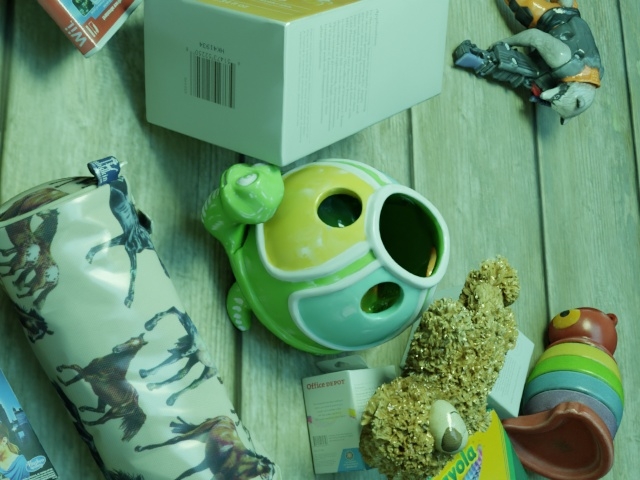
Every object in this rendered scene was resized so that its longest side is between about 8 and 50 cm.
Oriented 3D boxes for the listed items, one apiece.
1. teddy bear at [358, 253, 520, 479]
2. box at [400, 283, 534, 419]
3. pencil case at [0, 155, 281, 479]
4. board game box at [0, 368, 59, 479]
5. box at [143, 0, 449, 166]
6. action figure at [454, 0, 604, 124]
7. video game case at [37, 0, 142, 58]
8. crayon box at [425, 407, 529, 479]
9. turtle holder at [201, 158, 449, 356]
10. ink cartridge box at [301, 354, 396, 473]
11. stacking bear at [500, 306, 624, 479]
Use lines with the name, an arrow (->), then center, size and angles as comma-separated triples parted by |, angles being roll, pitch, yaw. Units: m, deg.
teddy bear -> 0.178, 0.166, 1.319 | 0.338, 0.113, 0.245 | -32, 139, -53
box -> 0.217, 0.168, 1.533 | 0.170, 0.091, 0.130 | 41, 53, -28
pencil case -> -0.192, 0.120, 1.104 | 0.184, 0.160, 0.410 | -31, 100, -30
board game box -> -0.368, 0.166, 0.991 | 0.194, 0.060, 0.194 | -14, 87, -45
box -> -0.020, -0.240, 1.291 | 0.345, 0.215, 0.168 | -30, 131, -48
action figure -> 0.379, -0.361, 1.791 | 0.341, 0.179, 0.330 | -3, 74, -44
video game case -> -0.315, -0.356, 1.167 | 0.285, 0.025, 0.204 | 51, 26, -20
crayon box -> 0.178, 0.375, 1.440 | 0.278, 0.081, 0.165 | -37, 104, -43
turtle holder -> 0.012, -0.008, 1.290 | 0.320, 0.227, 0.243 | 53, 49, -19
ink cartridge box -> 0.044, 0.221, 1.349 | 0.090, 0.092, 0.143 | 1, 78, -44
stacking bear -> 0.402, 0.221, 1.659 | 0.164, 0.175, 0.289 | 47, 43, -22
